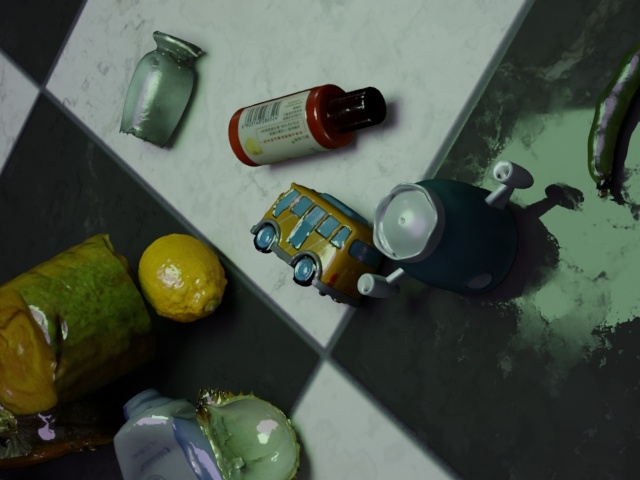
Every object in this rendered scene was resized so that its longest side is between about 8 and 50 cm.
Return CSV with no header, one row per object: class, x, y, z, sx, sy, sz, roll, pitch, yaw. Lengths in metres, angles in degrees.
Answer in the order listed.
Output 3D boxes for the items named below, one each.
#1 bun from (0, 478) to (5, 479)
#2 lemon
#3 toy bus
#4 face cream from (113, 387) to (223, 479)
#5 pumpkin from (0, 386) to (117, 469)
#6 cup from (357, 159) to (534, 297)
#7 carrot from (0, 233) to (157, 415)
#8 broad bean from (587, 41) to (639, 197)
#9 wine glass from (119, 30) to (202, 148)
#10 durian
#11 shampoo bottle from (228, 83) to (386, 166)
bun,-0.626,0.610,2.155,0.365,0.219,0.365,7,100,40
lemon,-0.233,0.068,2.020,0.187,0.142,0.142,42,108,40
toy bus,0.000,0.000,1.847,0.209,0.126,0.136,38,97,40
face cream,-0.215,0.441,1.962,0.235,0.137,0.420,-37,70,27
pumpkin,-0.536,0.292,2.169,0.325,0.242,0.232,-22,75,31
cup,0.165,-0.012,1.671,0.300,0.173,0.167,-41,58,26
carrot,-0.401,0.135,2.021,0.241,0.341,0.241,27,132,35
broad bean,0.400,-0.167,1.592,0.069,0.039,0.226,16,92,48
wine glass,-0.293,-0.276,2.167,0.111,0.111,0.204,22,91,42
durian,-0.115,0.324,1.864,0.144,0.139,0.252,-38,57,23
shampoo bottle,-0.017,-0.191,1.914,0.278,0.104,0.104,-10,74,40
